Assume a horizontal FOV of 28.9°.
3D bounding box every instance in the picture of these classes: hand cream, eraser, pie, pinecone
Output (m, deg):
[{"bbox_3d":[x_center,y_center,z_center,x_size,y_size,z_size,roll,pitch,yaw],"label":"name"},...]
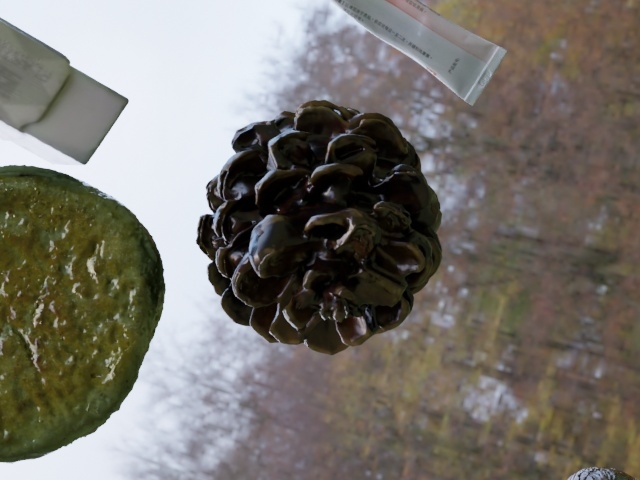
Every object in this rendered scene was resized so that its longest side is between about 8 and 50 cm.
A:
[{"bbox_3d":[0.068,-0.209,1.151,0.038,0.216,0.052,-52,-6,-42],"label":"hand cream"},{"bbox_3d":[-0.385,-0.197,1.150,0.082,0.397,0.213,-62,20,-8],"label":"eraser"},{"bbox_3d":[-0.275,0.065,1.131,0.078,0.277,0.277,131,156,-82],"label":"pie"},{"bbox_3d":[0.010,-0.007,1.192,0.243,0.257,0.243,-7,-75,-28],"label":"pinecone"}]

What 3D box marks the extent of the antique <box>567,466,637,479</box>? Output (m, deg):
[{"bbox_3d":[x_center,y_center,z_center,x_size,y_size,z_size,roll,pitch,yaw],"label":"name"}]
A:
[{"bbox_3d":[0.280,0.271,1.224,0.104,0.104,0.104,15,-90,-69],"label":"antique"}]
